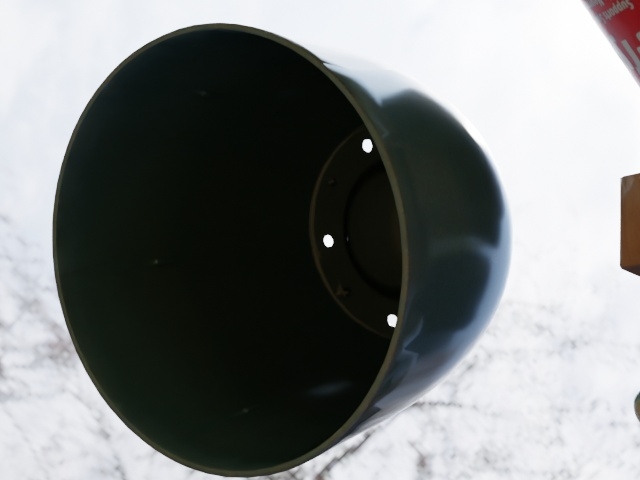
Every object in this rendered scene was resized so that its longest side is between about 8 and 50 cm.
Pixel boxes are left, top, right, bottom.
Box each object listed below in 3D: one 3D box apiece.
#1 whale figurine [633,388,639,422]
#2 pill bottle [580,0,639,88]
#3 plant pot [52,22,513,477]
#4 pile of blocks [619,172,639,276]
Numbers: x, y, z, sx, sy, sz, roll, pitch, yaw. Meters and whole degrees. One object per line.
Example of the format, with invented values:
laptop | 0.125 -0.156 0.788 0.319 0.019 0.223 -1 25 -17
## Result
whale figurine | 0.355 0.129 1.175 0.216 0.272 0.141 5 -136 -3
pill bottle | 0.398 -0.190 1.330 0.229 0.407 0.229 -35 -176 3
plant pot | 0.000 0.000 1.022 0.293 0.235 0.293 3 -84 36
pile of blocks | 0.311 -0.032 0.620 0.149 0.362 0.112 107 -13 -73
